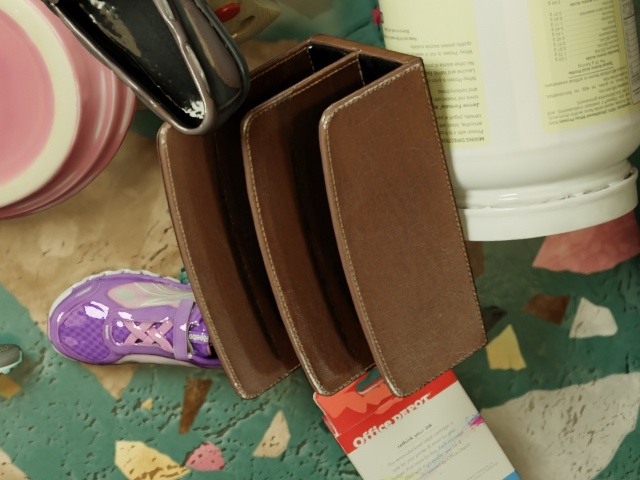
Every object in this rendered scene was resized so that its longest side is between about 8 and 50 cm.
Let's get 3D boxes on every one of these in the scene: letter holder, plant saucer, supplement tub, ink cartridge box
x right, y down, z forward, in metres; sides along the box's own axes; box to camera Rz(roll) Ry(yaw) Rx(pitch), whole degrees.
[{"bbox_3d":[0.000,0.000,1.685,0.214,0.152,0.302,-32,122,-29],"label":"letter holder"},{"bbox_3d":[-0.329,-0.151,1.656,0.332,0.084,0.332,3,123,5],"label":"plant saucer"},{"bbox_3d":[0.178,-0.180,1.737,0.235,0.235,0.325,-11,102,-9],"label":"supplement tub"},{"bbox_3d":[0.097,0.203,1.873,0.134,0.078,0.231,-33,104,-4],"label":"ink cartridge box"}]

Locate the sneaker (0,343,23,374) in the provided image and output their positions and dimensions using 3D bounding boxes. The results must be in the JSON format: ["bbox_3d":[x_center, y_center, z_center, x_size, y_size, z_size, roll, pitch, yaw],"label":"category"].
[{"bbox_3d":[-0.367,0.096,1.777,0.166,0.065,0.076,2,96,-13],"label":"sneaker"}]

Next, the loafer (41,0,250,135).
[{"bbox_3d":[-0.174,-0.210,1.529,0.109,0.095,0.302,-38,103,22],"label":"loafer"}]

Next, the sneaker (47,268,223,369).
[{"bbox_3d":[-0.143,0.083,1.793,0.236,0.104,0.095,0,102,-10],"label":"sneaker"}]

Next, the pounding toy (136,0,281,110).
[{"bbox_3d":[-0.095,-0.200,1.694,0.154,0.269,0.155,-23,76,-23],"label":"pounding toy"}]
